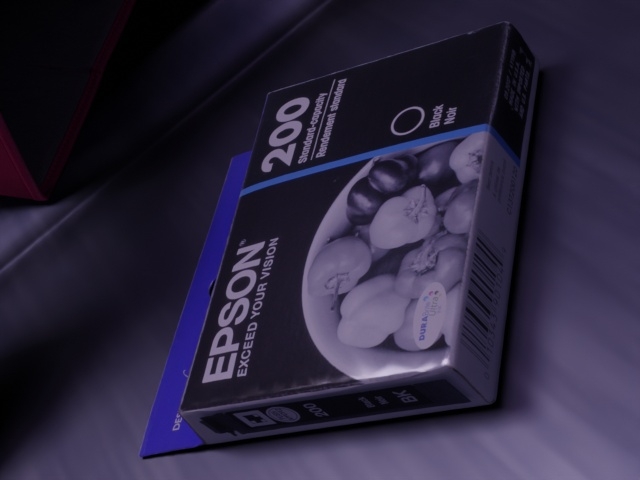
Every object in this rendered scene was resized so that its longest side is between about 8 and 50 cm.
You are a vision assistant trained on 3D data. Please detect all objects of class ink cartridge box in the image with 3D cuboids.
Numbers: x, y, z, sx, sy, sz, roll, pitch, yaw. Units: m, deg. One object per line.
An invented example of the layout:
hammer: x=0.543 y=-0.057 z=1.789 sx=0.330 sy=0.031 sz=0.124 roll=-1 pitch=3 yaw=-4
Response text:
ink cartridge box: x=0.000 y=0.000 z=0.625 sx=0.208 sy=0.045 sz=0.206 roll=-15 pitch=46 yaw=34

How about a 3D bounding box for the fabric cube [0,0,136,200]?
fabric cube: x=-0.295 y=-0.208 z=0.846 sx=0.258 sy=0.254 sz=0.259 roll=7 pitch=54 yaw=12
